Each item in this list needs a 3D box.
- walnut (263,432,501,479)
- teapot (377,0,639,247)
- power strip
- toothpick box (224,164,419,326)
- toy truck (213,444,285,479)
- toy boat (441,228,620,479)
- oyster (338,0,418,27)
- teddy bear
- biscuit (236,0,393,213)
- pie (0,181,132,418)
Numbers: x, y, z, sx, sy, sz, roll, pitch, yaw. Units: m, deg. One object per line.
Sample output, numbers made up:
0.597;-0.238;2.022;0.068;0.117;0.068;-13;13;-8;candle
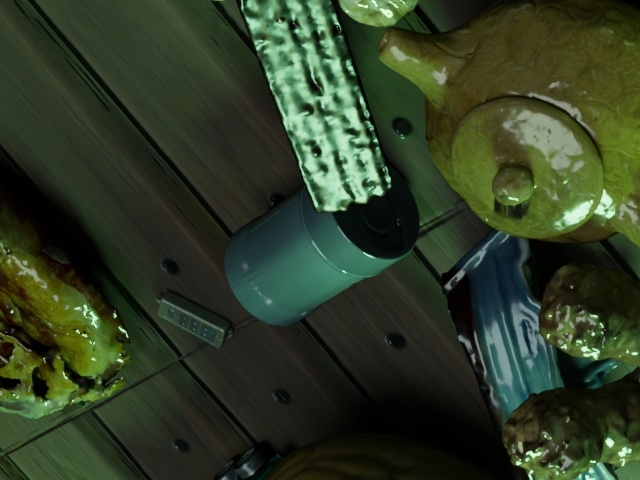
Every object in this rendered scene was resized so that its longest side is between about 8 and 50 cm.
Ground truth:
0.055;0.327;1.776;0.333;0.333;0.333;17;132;21;walnut
0.178;-0.069;1.473;0.311;0.167;0.203;36;135;2;teapot
-0.122;0.074;1.888;0.083;0.017;0.027;26;133;11;power strip
0.000;0.000;1.691;0.101;0.101;0.153;48;136;-9;toothpick box
-0.093;0.299;1.976;0.110;0.116;0.216;48;135;-9;toy truck
0.204;0.110;1.641;0.142;0.129;0.309;-19;115;10;toy boat
0.090;-0.300;1.408;0.294;0.094;0.166;-42;86;25;oyster
0.314;0.144;1.484;0.222;0.296;0.246;-133;51;-56;teddy bear
-0.030;-0.186;1.481;0.073;0.107;0.388;-19;132;1;biscuit
-0.320;0.061;1.957;0.308;0.085;0.308;18;133;20;pie
